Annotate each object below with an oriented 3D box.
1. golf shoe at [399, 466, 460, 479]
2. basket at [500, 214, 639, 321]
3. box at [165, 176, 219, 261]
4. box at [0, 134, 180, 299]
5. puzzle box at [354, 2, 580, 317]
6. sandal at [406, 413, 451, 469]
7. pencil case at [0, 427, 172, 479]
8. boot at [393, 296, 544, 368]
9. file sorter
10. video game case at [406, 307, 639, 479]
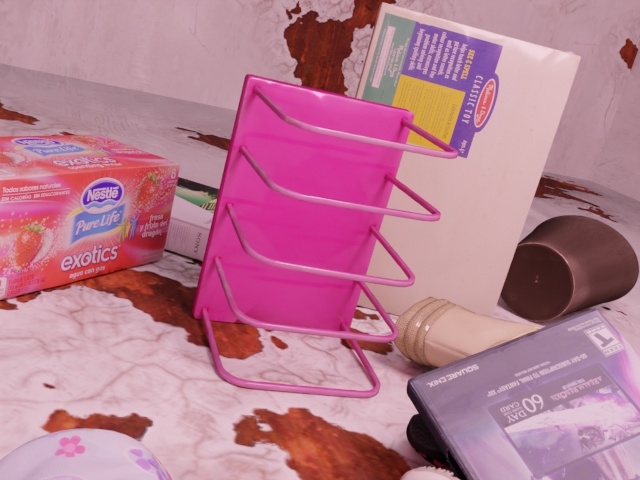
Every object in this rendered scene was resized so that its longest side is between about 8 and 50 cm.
[{"bbox_3d":[0.085,0.224,0.537,0.085,0.069,0.176,0,19,-24],"label":"golf shoe"},{"bbox_3d":[0.402,0.050,1.272,0.204,0.154,0.226,22,21,31],"label":"basket"},{"bbox_3d":[-0.272,-0.062,1.205,0.321,0.059,0.232,18,16,10],"label":"box"},{"bbox_3d":[-0.330,-0.042,0.928,0.154,0.142,0.300,21,17,24],"label":"box"},{"bbox_3d":[0.158,-0.089,1.040,0.271,0.409,0.052,15,16,-2],"label":"puzzle box"},{"bbox_3d":[0.119,0.193,0.735,0.067,0.040,0.179,25,3,15],"label":"sandal"},{"bbox_3d":[-0.110,0.203,0.346,0.124,0.114,0.273,-11,23,-14],"label":"pencil case"},{"bbox_3d":[0.224,0.134,0.919,0.203,0.095,0.262,16,6,35],"label":"boot"},{"bbox_3d":[0.000,0.000,0.819,0.202,0.291,0.182,8,20,-21],"label":"file sorter"},{"bbox_3d":[0.215,0.181,0.585,0.196,0.026,0.274,-18,43,-14],"label":"video game case"}]
